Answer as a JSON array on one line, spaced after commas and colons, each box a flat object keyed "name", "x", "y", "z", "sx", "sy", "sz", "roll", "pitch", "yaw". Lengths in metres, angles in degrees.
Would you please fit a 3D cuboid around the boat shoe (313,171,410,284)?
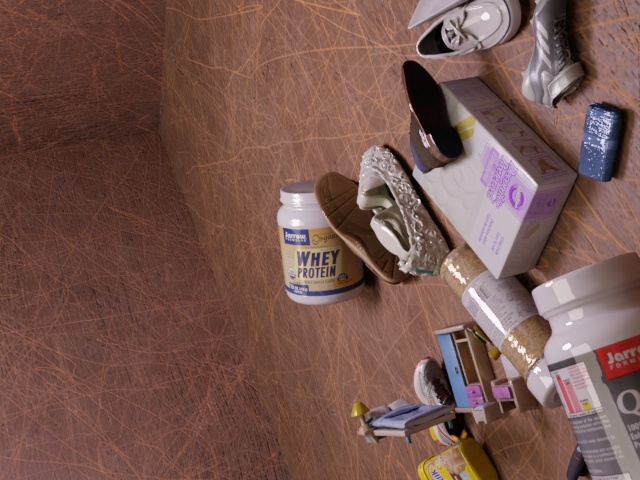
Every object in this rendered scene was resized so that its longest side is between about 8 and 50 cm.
[{"name": "boat shoe", "x": 0.103, "y": -0.023, "z": 1.929, "sx": 0.342, "sy": 0.123, "sz": 0.123, "roll": 48, "pitch": 167, "yaw": 9}]

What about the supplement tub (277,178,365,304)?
[{"name": "supplement tub", "x": 0.000, "y": 0.000, "z": 2.088, "sx": 0.228, "sy": 0.228, "sz": 0.316, "roll": 25, "pitch": 124, "yaw": 62}]

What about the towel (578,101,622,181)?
[{"name": "towel", "x": 0.453, "y": -0.157, "z": 1.206, "sx": 0.067, "sy": 0.029, "sz": 0.119, "roll": -137, "pitch": 41, "yaw": -54}]

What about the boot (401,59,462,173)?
[{"name": "boot", "x": 0.192, "y": -0.236, "z": 1.466, "sx": 0.106, "sy": 0.082, "sz": 0.219, "roll": -44, "pitch": 62, "yaw": 61}]

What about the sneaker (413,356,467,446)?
[{"name": "sneaker", "x": 0.298, "y": 0.386, "z": 1.806, "sx": 0.093, "sy": 0.088, "sz": 0.225, "roll": -20, "pitch": 91, "yaw": 60}]

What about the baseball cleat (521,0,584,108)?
[{"name": "baseball cleat", "x": 0.394, "y": -0.319, "z": 1.231, "sx": 0.109, "sy": 0.072, "sz": 0.205, "roll": 36, "pitch": 141, "yaw": 38}]

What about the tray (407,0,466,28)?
[{"name": "tray", "x": 0.265, "y": -0.485, "z": 1.400, "sx": 0.145, "sy": 0.030, "sz": 0.270, "roll": -64, "pitch": 20, "yaw": -12}]

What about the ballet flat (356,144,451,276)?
[{"name": "ballet flat", "x": 0.168, "y": -0.080, "z": 1.782, "sx": 0.147, "sy": 0.147, "sz": 0.409, "roll": 103, "pitch": 147, "yaw": -46}]

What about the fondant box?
[{"name": "fondant box", "x": 0.320, "y": -0.127, "z": 1.447, "sx": 0.330, "sy": 0.096, "sz": 0.238, "roll": 57, "pitch": 150, "yaw": 38}]

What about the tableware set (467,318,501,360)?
[{"name": "tableware set", "x": 0.343, "y": 0.197, "z": 1.519, "sx": 0.024, "sy": 0.104, "sz": 0.154, "roll": -50, "pitch": 4, "yaw": 17}]

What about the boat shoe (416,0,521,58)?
[{"name": "boat shoe", "x": 0.270, "y": -0.397, "z": 1.411, "sx": 0.267, "sy": 0.088, "sz": 0.096, "roll": 10, "pitch": 122, "yaw": 67}]

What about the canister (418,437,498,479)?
[{"name": "canister", "x": 0.324, "y": 0.550, "z": 1.766, "sx": 0.126, "sy": 0.073, "sz": 0.170, "roll": 58, "pitch": 136, "yaw": 15}]

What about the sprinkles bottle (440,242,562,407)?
[{"name": "sprinkles bottle", "x": 0.371, "y": 0.151, "z": 1.442, "sx": 0.355, "sy": 0.121, "sz": 0.121, "roll": -124, "pitch": 30, "yaw": -41}]

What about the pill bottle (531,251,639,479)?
[{"name": "pill bottle", "x": 0.468, "y": 0.217, "z": 1.135, "sx": 0.362, "sy": 0.210, "sz": 0.210, "roll": 71, "pitch": 157, "yaw": 14}]

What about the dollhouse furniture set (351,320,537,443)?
[{"name": "dollhouse furniture set", "x": 0.235, "y": 0.306, "z": 1.606, "sx": 0.286, "sy": 0.303, "sz": 0.198, "roll": -32, "pitch": 73, "yaw": 66}]

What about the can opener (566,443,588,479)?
[{"name": "can opener", "x": 0.488, "y": 0.389, "z": 1.374, "sx": 0.073, "sy": 0.059, "sz": 0.186, "roll": 56, "pitch": 149, "yaw": 40}]
